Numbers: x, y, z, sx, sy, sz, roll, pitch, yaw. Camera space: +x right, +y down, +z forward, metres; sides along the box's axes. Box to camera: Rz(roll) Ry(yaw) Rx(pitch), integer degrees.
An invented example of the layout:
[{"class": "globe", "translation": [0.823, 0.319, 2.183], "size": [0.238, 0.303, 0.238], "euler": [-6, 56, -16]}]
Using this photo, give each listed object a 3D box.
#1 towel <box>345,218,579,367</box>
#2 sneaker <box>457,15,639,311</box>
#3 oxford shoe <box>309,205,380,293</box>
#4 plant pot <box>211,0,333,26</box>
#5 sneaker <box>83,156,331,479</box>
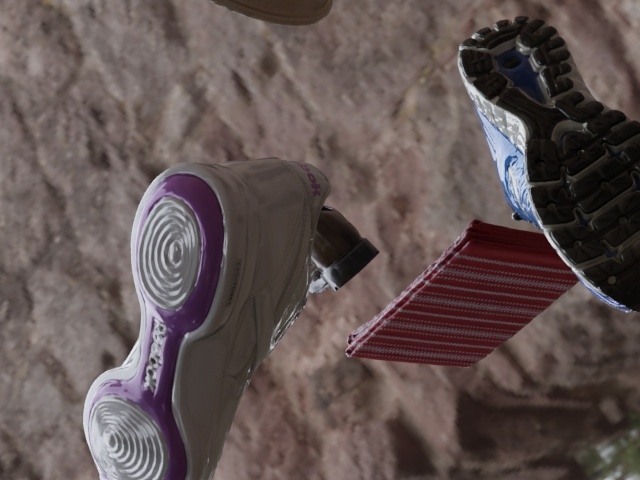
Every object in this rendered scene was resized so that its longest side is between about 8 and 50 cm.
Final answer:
[{"class": "towel", "translation": [0.175, 0.069, 1.668], "size": [0.199, 0.275, 0.031], "euler": [8, -126, -31]}, {"class": "sneaker", "translation": [0.236, -0.060, 1.331], "size": [0.147, 0.130, 0.330], "euler": [65, -177, -51]}, {"class": "oxford shoe", "translation": [0.000, 0.000, 1.535], "size": [0.096, 0.083, 0.227], "euler": [47, 169, -2]}, {"class": "plant pot", "translation": [-0.066, -0.516, 1.984], "size": [0.334, 0.305, 0.334], "euler": [23, -149, -15]}, {"class": "sneaker", "translation": [-0.068, 0.077, 0.993], "size": [0.114, 0.305, 0.152], "euler": [39, -144, 27]}]
